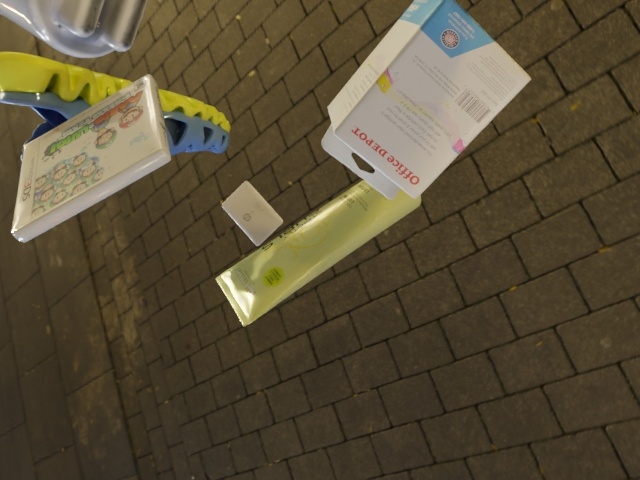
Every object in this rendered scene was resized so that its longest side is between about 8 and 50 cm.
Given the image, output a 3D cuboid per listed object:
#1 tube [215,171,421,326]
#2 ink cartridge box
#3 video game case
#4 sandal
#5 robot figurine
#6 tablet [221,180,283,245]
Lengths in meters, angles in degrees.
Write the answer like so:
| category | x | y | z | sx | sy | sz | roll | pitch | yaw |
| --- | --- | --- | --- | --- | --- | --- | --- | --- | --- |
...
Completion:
| category | x | y | z | sx | sy | sz | roll | pitch | yaw |
| --- | --- | --- | --- | --- | --- | --- | --- | --- | --- |
| tube | 0.000 | 0.000 | 0.557 | 0.240 | 0.070 | 0.062 | -34 | 89 | -8 |
| ink cartridge box | 0.074 | -0.114 | 0.417 | 0.143 | 0.092 | 0.090 | -47 | 21 | 20 |
| video game case | -0.221 | -0.085 | 0.486 | 0.157 | 0.019 | 0.143 | -28 | 48 | 4 |
| sandal | -0.258 | -0.142 | 0.660 | 0.126 | 0.318 | 0.138 | 20 | 104 | 41 |
| robot figurine | -0.444 | -0.439 | 0.843 | 0.354 | 0.300 | 0.199 | 33 | 103 | 24 |
| tablet | -0.099 | -0.039 | 0.725 | 0.054 | 0.006 | 0.083 | -44 | 80 | 8 |
